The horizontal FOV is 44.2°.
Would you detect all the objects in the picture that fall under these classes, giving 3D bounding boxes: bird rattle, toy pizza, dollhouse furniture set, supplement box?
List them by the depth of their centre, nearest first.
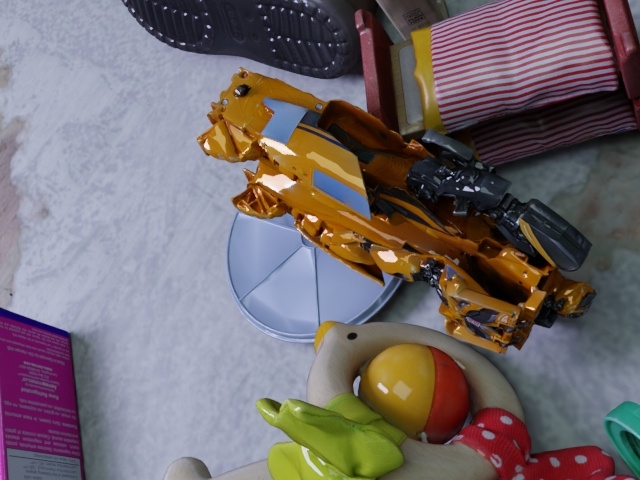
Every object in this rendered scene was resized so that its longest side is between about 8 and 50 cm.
[{"bbox_3d":[0.081,0.129,0.562,0.254,0.143,0.206,2,35,-4],"label":"bird rattle"},{"bbox_3d":[0.137,-0.243,0.684,0.201,0.152,0.373,-17,63,23],"label":"dollhouse furniture set"},{"bbox_3d":[0.000,0.000,0.738,0.201,0.032,0.201,-11,64,25],"label":"toy pizza"},{"bbox_3d":[-0.321,0.195,0.790,0.111,0.114,0.219,-25,59,17],"label":"supplement box"}]

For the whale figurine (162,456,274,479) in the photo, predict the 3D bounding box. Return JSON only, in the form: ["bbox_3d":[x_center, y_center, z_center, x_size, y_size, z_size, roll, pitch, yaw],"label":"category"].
[{"bbox_3d":[-0.046,0.254,0.623,0.216,0.141,0.272,33,64,34],"label":"whale figurine"}]

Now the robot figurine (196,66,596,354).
[{"bbox_3d":[0.057,-0.012,0.581,0.291,0.211,0.085,30,76,19],"label":"robot figurine"}]

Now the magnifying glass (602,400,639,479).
[{"bbox_3d":[0.264,0.198,0.489,0.026,0.092,0.231,-38,67,-6],"label":"magnifying glass"}]

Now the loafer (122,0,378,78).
[{"bbox_3d":[-0.087,-0.277,0.858,0.366,0.133,0.130,26,58,25],"label":"loafer"}]
